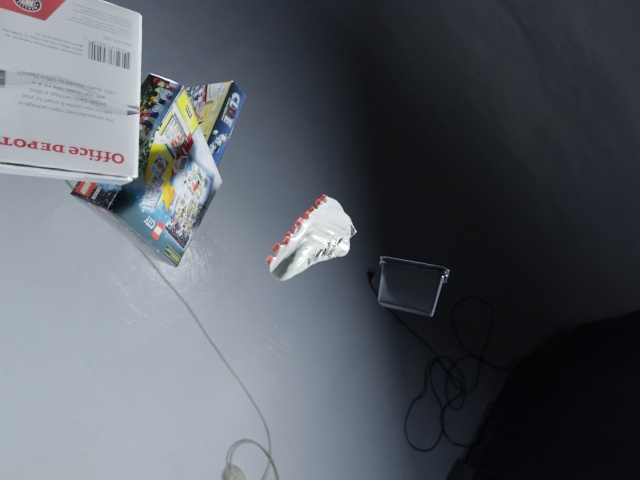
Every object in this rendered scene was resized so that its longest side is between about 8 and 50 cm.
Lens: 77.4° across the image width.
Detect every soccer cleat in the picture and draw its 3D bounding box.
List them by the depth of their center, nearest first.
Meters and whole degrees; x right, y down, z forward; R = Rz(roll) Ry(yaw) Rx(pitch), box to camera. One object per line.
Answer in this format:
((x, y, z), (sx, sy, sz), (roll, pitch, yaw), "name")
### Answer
((0.000, 0.000, 0.503), (0.076, 0.068, 0.196), (43, 30, -3), "soccer cleat")

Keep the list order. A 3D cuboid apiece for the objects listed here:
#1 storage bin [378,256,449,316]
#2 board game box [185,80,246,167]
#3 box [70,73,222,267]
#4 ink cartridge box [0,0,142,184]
((0.178, 0.096, 0.799), (0.135, 0.098, 0.090), (11, 76, 18), "storage bin")
((-0.248, -0.171, 0.726), (0.042, 0.165, 0.242), (41, 62, -55), "board game box")
((-0.202, -0.071, 0.518), (0.044, 0.233, 0.159), (21, 71, 4), "box")
((-0.198, -0.115, 0.310), (0.099, 0.056, 0.135), (3, 88, -37), "ink cartridge box")
